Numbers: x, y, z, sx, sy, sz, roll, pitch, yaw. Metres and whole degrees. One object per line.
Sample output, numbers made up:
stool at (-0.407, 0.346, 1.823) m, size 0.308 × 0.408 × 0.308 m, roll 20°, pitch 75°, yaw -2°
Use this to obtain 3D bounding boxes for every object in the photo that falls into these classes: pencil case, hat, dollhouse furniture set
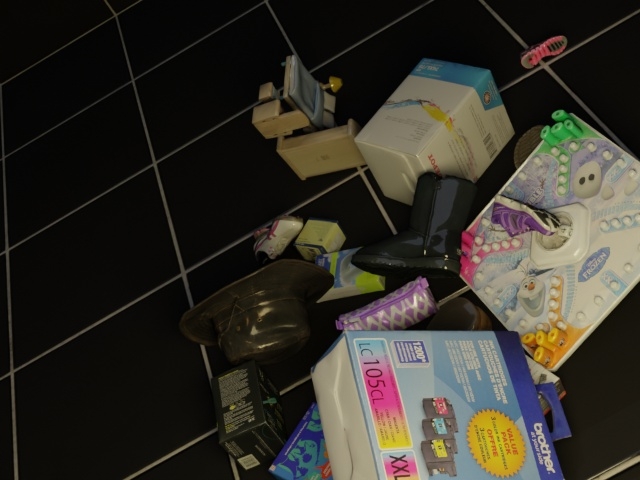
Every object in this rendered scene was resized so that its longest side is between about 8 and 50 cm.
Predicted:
pencil case at (0.131, 0.145, 1.915) m, size 0.206 × 0.088 × 0.086 m, roll -27°, pitch 43°, yaw 6°
hat at (-0.110, 0.175, 1.925) m, size 0.331 × 0.331 × 0.134 m, roll -26°, pitch 63°, yaw 9°
dollhouse furniture set at (0.000, -0.349, 2.326) m, size 0.198 × 0.286 × 0.304 m, roll -11°, pitch 57°, yaw 24°

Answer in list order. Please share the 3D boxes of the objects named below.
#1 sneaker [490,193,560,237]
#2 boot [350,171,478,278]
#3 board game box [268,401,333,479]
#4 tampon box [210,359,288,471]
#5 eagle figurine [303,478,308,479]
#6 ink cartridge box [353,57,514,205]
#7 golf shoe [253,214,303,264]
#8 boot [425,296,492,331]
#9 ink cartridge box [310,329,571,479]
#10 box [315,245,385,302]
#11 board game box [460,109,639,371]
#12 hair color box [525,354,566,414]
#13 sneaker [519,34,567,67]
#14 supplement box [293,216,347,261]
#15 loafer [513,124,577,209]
sneaker at (0.382, -0.034, 1.797) m, size 0.170 × 0.068 × 0.071 m, roll 31°, pitch 107°, yaw 61°
boot at (0.192, -0.031, 1.950) m, size 0.246 × 0.094 × 0.207 m, roll 0°, pitch 68°, yaw 33°
board game box at (0.029, 0.403, 1.761) m, size 0.210 × 0.047 × 0.160 m, roll 15°, pitch 59°, yaw 39°
tampon box at (-0.137, 0.341, 1.873) m, size 0.101 × 0.120 × 0.161 m, roll -25°, pitch 41°, yaw 8°
eagle figurine at (-0.014, 0.468, 1.575) m, size 0.298 × 0.225 × 0.226 m, roll -37°, pitch 84°, yaw -8°
ink cartridge box at (0.253, -0.230, 2.115) m, size 0.197 × 0.198 × 0.270 m, roll 22°, pitch 64°, yaw 43°
golf shoe at (-0.092, -0.001, 2.185) m, size 0.186 × 0.067 × 0.086 m, roll -32°, pitch 54°, yaw 54°
boot at (0.203, 0.243, 1.779) m, size 0.305 × 0.115 × 0.112 m, roll -47°, pitch 54°, yaw 11°
ink cartridge box at (0.208, 0.289, 1.525) m, size 0.151 × 0.395 × 0.270 m, roll -49°, pitch 46°, yaw 48°
box at (0.054, 0.072, 2.070) m, size 0.178 × 0.042 × 0.109 m, roll -12°, pitch 46°, yaw 22°
board game box at (0.440, -0.016, 1.798) m, size 0.390 × 0.050 × 0.390 m, roll -51°, pitch 39°, yaw 12°
hair color box at (0.341, 0.248, 1.707) m, size 0.093 × 0.053 × 0.167 m, roll -42°, pitch 40°, yaw -10°
sneaker at (0.527, -0.458, 2.282) m, size 0.119 × 0.047 × 0.057 m, roll -26°, pitch 30°, yaw 7°
supplement box at (0.000, 0.000, 2.163) m, size 0.083 × 0.056 × 0.083 m, roll 7°, pitch 55°, yaw 38°
loafer at (0.474, -0.125, 1.945) m, size 0.102 × 0.092 × 0.269 m, roll -37°, pitch 43°, yaw 24°
